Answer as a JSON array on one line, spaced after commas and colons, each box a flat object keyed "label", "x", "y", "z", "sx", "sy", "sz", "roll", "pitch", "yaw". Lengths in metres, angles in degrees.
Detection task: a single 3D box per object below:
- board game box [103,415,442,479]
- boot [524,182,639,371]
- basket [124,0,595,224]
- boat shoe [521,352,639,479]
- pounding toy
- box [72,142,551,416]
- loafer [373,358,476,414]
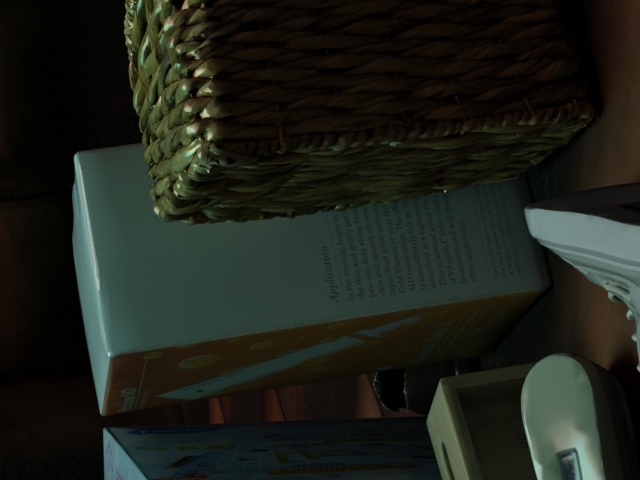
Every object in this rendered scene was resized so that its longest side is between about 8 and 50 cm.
[{"label": "board game box", "x": -0.004, "y": 0.204, "z": 1.552, "sx": 0.318, "sy": 0.318, "sz": 0.066, "roll": -164, "pitch": 75, "yaw": -77}, {"label": "boot", "x": 0.193, "y": 0.035, "z": 1.113, "sx": 0.258, "sy": 0.095, "sz": 0.123, "roll": -144, "pitch": 42, "yaw": -79}, {"label": "basket", "x": 0.013, "y": -0.146, "z": 1.339, "sx": 0.213, "sy": 0.299, "sz": 0.223, "roll": 136, "pitch": 124, "yaw": -70}, {"label": "boat shoe", "x": 0.195, "y": 0.190, "z": 1.282, "sx": 0.079, "sy": 0.081, "sz": 0.228, "roll": -16, "pitch": 74, "yaw": 36}, {"label": "pounding toy", "x": 0.141, "y": 0.178, "z": 1.381, "sx": 0.100, "sy": 0.130, "sz": 0.141, "roll": 99, "pitch": 159, "yaw": -58}, {"label": "box", "x": -0.019, "y": 0.015, "z": 1.514, "sx": 0.215, "sy": 0.345, "sz": 0.168, "roll": 114, "pitch": 146, "yaw": -71}, {"label": "loafer", "x": 0.084, "y": 0.121, "z": 1.759, "sx": 0.220, "sy": 0.078, "sz": 0.080, "roll": 170, "pitch": 91, "yaw": -79}]
